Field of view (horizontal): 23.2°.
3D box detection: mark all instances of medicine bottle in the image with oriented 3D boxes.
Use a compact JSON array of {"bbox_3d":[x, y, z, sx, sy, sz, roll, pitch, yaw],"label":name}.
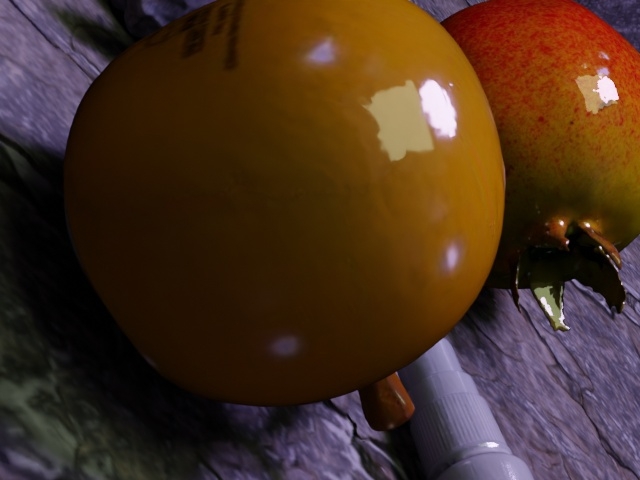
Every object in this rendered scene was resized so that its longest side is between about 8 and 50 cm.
[{"bbox_3d":[0.095,0.156,0.868,0.092,0.061,0.220,68,2,-51],"label":"medicine bottle"}]

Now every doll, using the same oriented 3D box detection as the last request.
[{"bbox_3d":[0.000,0.000,0.723,0.236,0.213,0.213,59,15,-26],"label":"doll"}]

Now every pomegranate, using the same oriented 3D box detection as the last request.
[{"bbox_3d":[0.155,-0.057,1.138,0.221,0.221,0.256,28,40,-50],"label":"pomegranate"}]

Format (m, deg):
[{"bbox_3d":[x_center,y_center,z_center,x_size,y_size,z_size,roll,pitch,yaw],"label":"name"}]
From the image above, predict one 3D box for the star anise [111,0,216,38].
[{"bbox_3d":[-0.052,-0.110,0.941,0.230,0.081,0.262,49,9,-11],"label":"star anise"}]
